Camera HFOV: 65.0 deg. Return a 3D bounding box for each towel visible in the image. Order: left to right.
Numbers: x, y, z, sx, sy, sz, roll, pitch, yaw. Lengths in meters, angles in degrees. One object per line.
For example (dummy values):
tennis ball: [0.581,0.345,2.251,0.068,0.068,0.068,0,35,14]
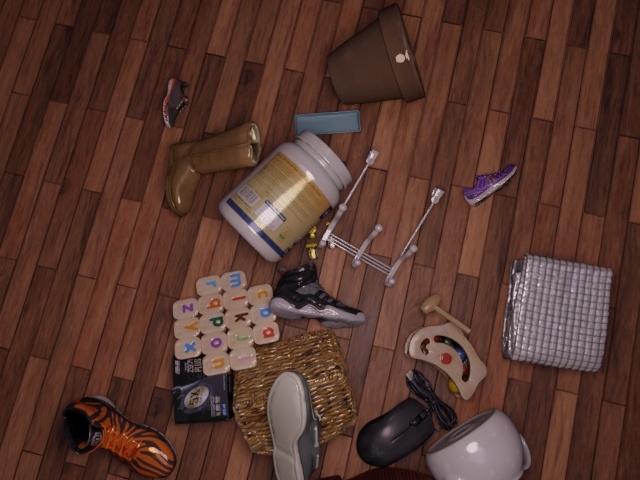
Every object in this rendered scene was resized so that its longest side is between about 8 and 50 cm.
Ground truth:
towel: [0.614,0.189,1.329,0.235,0.121,0.283,8,83,6]

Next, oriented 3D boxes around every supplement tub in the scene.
supplement tub: [-0.092,-0.119,1.351,0.316,0.228,0.228,-44,82,-4]

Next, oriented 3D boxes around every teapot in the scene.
teapot: [0.397,0.542,1.216,0.256,0.252,0.187,-34,73,-1]

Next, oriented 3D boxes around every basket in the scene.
basket: [-0.065,0.404,1.336,0.300,0.223,0.213,-18,114,0]

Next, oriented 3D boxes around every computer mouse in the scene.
computer mouse: [0.211,0.488,1.319,0.272,0.072,0.188,-39,82,-4]

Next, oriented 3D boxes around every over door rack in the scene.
over door rack: [0.170,-0.068,1.375,0.240,0.108,0.324,30,83,-4]

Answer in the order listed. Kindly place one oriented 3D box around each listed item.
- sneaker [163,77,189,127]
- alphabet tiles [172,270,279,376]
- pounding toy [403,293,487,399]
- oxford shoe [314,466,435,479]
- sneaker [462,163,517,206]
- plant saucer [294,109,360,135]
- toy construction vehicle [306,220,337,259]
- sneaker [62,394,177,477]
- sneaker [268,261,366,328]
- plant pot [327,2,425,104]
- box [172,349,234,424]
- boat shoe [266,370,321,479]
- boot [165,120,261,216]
sneaker: [-0.428,-0.410,1.501,0.065,0.061,0.157,7,82,-3]
alphabet tiles: [-0.257,0.219,1.361,0.278,0.021,0.283,-12,60,-2]
pounding toy: [0.315,0.287,1.304,0.154,0.155,0.269,-31,81,-7]
oxford shoe: [0.131,0.672,1.283,0.349,0.123,0.130,-8,95,7]
sneaker: [0.478,-0.168,1.417,0.170,0.068,0.071,-34,75,-2]
plant saucer: [0.021,-0.346,1.490,0.192,0.018,0.067,-4,81,1]
toy construction vehicle: [0.000,0.000,1.429,0.086,0.035,0.098,-13,89,1]
sneaker: [-0.532,0.523,1.292,0.321,0.180,0.124,28,83,7]
sneaker: [0.000,0.145,1.368,0.269,0.101,0.153,12,63,-12]
plant pot: [0.147,-0.493,1.410,0.230,0.263,0.262,-15,80,17]
box: [-0.314,0.392,1.355,0.148,0.077,0.180,-4,81,2]
boat shoe: [-0.053,0.443,1.199,0.116,0.099,0.319,13,111,38]
boot: [-0.298,-0.199,1.402,0.270,0.089,0.235,-8,79,21]
